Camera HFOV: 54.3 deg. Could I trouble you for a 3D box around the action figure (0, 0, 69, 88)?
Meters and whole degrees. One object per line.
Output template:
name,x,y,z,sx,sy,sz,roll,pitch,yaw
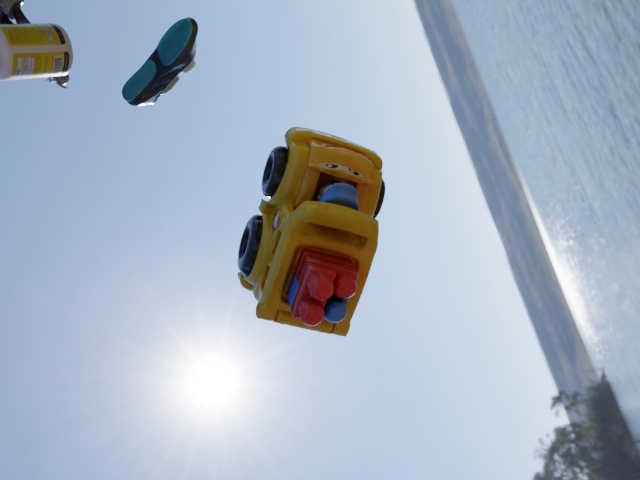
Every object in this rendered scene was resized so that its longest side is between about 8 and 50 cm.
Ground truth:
action figure,-0.728,-0.495,1.554,0.285,0.185,0.099,53,-135,-16

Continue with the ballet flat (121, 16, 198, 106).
ballet flat,-0.264,-0.305,1.088,0.074,0.203,0.074,37,-149,-27

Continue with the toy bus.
toy bus,0.000,0.000,0.710,0.149,0.220,0.211,15,-165,-15

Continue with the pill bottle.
pill bottle,-0.671,-0.417,1.380,0.208,0.119,0.119,-23,-89,-47
